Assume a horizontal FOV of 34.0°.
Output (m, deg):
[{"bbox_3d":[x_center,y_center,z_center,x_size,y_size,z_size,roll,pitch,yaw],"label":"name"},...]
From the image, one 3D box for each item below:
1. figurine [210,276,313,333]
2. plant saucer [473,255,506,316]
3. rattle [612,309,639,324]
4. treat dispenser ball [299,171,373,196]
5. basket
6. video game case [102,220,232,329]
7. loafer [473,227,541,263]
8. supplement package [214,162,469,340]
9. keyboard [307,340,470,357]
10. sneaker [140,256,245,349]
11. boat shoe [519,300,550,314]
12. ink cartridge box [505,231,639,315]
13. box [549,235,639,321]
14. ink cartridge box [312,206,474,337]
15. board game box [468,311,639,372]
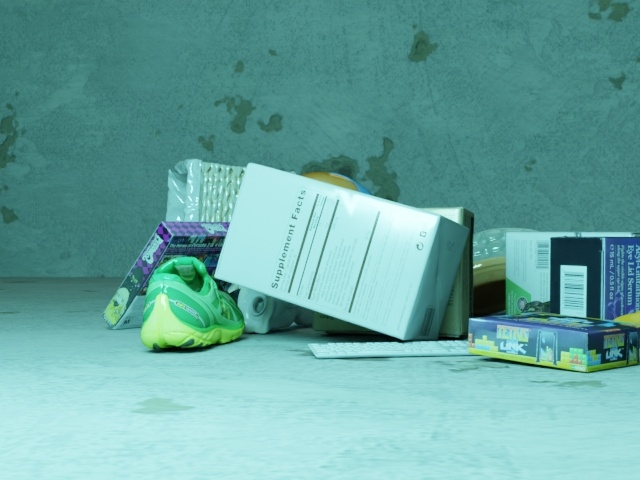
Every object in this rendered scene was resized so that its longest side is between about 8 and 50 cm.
[{"bbox_3d":[-0.105,0.106,1.742,0.215,0.092,0.209,1,-3,28],"label":"figurine"},{"bbox_3d":[0.305,0.090,1.902,0.200,0.037,0.200,-8,-28,-4],"label":"plant saucer"},{"bbox_3d":[0.469,0.131,1.367,0.130,0.142,0.200,38,5,32],"label":"rattle"},{"bbox_3d":[0.000,0.000,2.175,0.288,0.288,0.288,0,0,0],"label":"treat dispenser ball"},{"bbox_3d":[-0.226,-0.013,2.495,0.266,0.331,0.328,5,-2,-16],"label":"basket"},{"bbox_3d":[-0.227,0.057,1.759,0.042,0.210,0.232,48,26,25],"label":"video game case"},{"bbox_3d":[0.285,0.059,1.997,0.319,0.112,0.111,-15,-29,15],"label":"loafer"},{"bbox_3d":[0.033,0.018,1.483,0.293,0.175,0.177,17,1,22],"label":"supplement package"},{"bbox_3d":[0.115,0.139,1.342,0.256,0.014,0.072,0,0,-9],"label":"keyboard"},{"bbox_3d":[-0.172,0.084,1.475,0.109,0.123,0.295,0,0,6],"label":"sneaker"},{"bbox_3d":[0.337,0.119,1.650,0.056,0.049,0.152,0,1,30],"label":"boat shoe"},{"bbox_3d":[0.425,0.065,1.739,0.219,0.160,0.092,1,1,33],"label":"ink cartridge box"},{"bbox_3d":[0.426,0.069,1.438,0.207,0.153,0.108,-1,1,-28],"label":"box"},{"bbox_3d":[0.112,0.048,1.593,0.235,0.193,0.088,0,-4,21],"label":"ink cartridge box"},{"bbox_3d":[0.287,0.119,1.259,0.141,0.048,0.170,1,2,-43],"label":"board game box"}]
